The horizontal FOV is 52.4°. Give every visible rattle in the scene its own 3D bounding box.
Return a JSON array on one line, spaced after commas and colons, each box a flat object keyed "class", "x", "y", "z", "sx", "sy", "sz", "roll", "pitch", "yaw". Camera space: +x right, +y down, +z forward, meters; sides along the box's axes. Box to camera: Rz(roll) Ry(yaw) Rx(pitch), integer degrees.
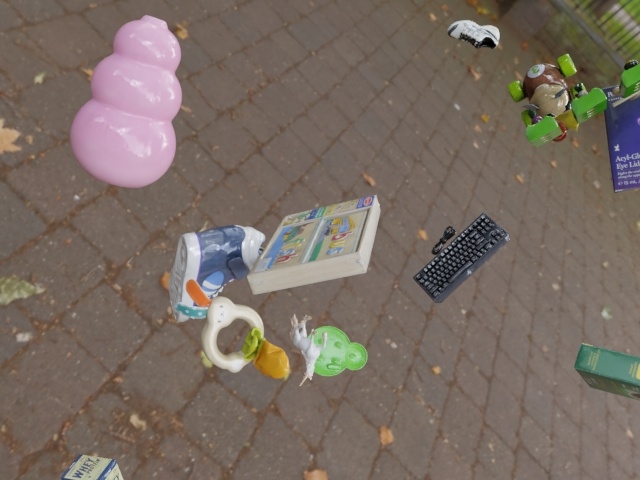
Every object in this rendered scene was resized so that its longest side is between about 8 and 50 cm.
[{"class": "rattle", "x": -0.163, "y": 0.166, "z": 1.176, "sx": 0.200, "sy": 0.130, "sz": 0.143, "roll": 62, "pitch": -6, "yaw": -30}]

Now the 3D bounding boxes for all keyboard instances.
[{"class": "keyboard", "x": 0.249, "y": 0.022, "z": 1.200, "sx": 0.023, "sy": 0.180, "sz": 0.108, "roll": 44, "pitch": 5, "yaw": -47}]

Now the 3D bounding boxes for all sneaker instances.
[{"class": "sneaker", "x": 0.242, "y": -0.323, "z": 1.027, "sx": 0.083, "sy": 0.032, "sz": 0.037, "roll": 6, "pitch": 62, "yaw": 2}, {"class": "sneaker", "x": -0.247, "y": 0.086, "z": 1.644, "sx": 0.236, "sy": 0.323, "sz": 0.130, "roll": -6, "pitch": 52, "yaw": -26}]

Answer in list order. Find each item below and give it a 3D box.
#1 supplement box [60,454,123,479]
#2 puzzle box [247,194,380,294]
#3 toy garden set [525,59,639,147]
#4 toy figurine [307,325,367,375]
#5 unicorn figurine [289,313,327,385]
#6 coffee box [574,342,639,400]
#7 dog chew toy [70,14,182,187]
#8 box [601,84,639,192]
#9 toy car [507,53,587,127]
[{"class": "supplement box", "x": -0.404, "y": 0.439, "z": 1.167, "sx": 0.056, "sy": 0.083, "sz": 0.083, "roll": -57, "pitch": 142, "yaw": -56}, {"class": "puzzle box", "x": 0.000, "y": 0.000, "z": 1.609, "sx": 0.409, "sy": 0.271, "sz": 0.052, "roll": -68, "pitch": 143, "yaw": -66}, {"class": "toy garden set", "x": 0.409, "y": -0.216, "z": 0.930, "sx": 0.049, "sy": 0.244, "sz": 0.203, "roll": 63, "pitch": 22, "yaw": 8}, {"class": "toy figurine", "x": 0.027, "y": 0.310, "z": 1.782, "sx": 0.173, "sy": 0.159, "sz": 0.130, "roll": 11, "pitch": 76, "yaw": -8}, {"class": "unicorn figurine", "x": -0.031, "y": 0.254, "z": 1.556, "sx": 0.060, "sy": 0.111, "sz": 0.162, "roll": 9, "pitch": 23, "yaw": -25}, {"class": "coffee box", "x": 0.436, "y": 0.186, "z": 0.845, "sx": 0.113, "sy": 0.184, "sz": 0.041, "roll": 36, "pitch": 70, "yaw": -49}, {"class": "dog chew toy", "x": -0.371, "y": -0.278, "z": 1.300, "sx": 0.206, "sy": 0.332, "sz": 0.206, "roll": 18, "pitch": 13, "yaw": -4}, {"class": "box", "x": 0.637, "y": -0.206, "z": 1.267, "sx": 0.108, "sy": 0.153, "sz": 0.207, "roll": -12, "pitch": 93, "yaw": -66}, {"class": "toy car", "x": 0.523, "y": -0.339, "z": 1.512, "sx": 0.149, "sy": 0.155, "sz": 0.188, "roll": 63, "pitch": 28, "yaw": -2}]
